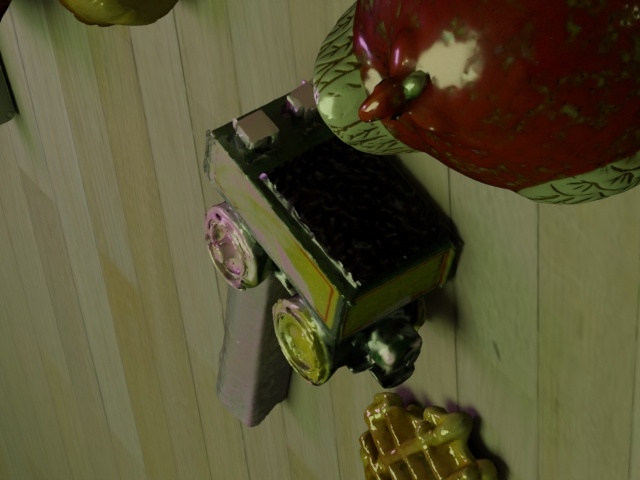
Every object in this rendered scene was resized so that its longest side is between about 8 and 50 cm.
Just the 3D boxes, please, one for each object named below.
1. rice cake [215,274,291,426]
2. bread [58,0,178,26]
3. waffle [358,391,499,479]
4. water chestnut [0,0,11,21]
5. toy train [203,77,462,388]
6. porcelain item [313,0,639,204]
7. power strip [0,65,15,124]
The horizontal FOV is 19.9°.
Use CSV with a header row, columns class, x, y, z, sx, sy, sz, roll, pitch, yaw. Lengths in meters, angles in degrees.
class,x,y,z,sx,sy,sz,roll,pitch,yaw
rice cake,-0.063,0.077,1.869,0.070,0.064,0.399,45,153,22
bread,-0.196,-0.269,1.691,0.086,0.125,0.156,13,125,39
waffle,0.129,0.283,1.703,0.281,0.058,0.301,14,128,60
water chestnut,-0.521,-0.321,2.043,0.350,0.302,0.350,34,-164,-11
toy train,0.000,0.000,1.555,0.261,0.134,0.177,51,155,24
porcelain item,0.103,-0.122,1.074,0.253,0.253,0.253,47,153,32
power strip,-0.474,-0.242,2.312,0.046,0.118,0.270,39,148,49
